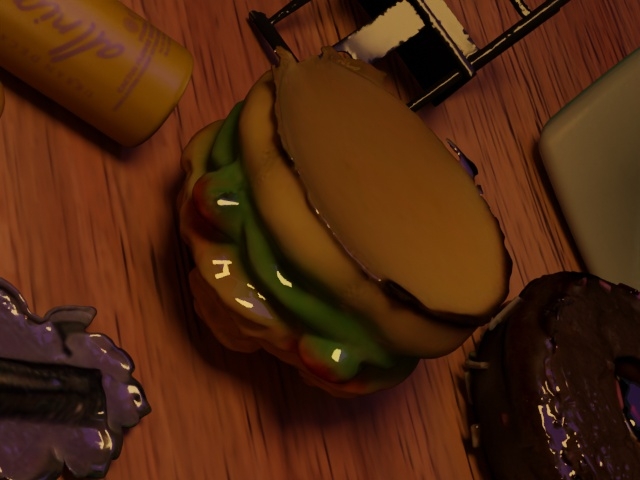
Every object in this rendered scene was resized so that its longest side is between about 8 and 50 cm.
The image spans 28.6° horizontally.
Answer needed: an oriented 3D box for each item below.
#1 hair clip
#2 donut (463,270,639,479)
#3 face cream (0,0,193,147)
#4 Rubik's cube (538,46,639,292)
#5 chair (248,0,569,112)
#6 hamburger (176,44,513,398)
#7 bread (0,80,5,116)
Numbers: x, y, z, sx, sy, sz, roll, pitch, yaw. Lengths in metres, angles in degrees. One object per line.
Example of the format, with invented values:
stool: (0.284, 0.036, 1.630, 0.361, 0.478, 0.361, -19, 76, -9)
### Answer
hair clip: (-0.169, 0.071, 0.673, 0.195, 0.052, 0.124, 12, 60, -47)
donut: (0.220, 0.146, 0.978, 0.270, 0.103, 0.269, 27, 47, -33)
face cream: (-0.208, -0.160, 0.777, 0.273, 0.078, 0.078, 34, 43, -24)
Rubik's cube: (0.461, -0.047, 1.170, 0.352, 0.351, 0.347, -9, 70, -46)
chair: (0.083, -0.188, 1.065, 0.260, 0.141, 0.154, -36, 90, -7)
hamburger: (0.000, 0.000, 0.821, 0.237, 0.149, 0.237, 35, 34, -28)
bread: (-0.305, -0.149, 0.656, 0.305, 0.091, 0.142, 50, 37, -6)
